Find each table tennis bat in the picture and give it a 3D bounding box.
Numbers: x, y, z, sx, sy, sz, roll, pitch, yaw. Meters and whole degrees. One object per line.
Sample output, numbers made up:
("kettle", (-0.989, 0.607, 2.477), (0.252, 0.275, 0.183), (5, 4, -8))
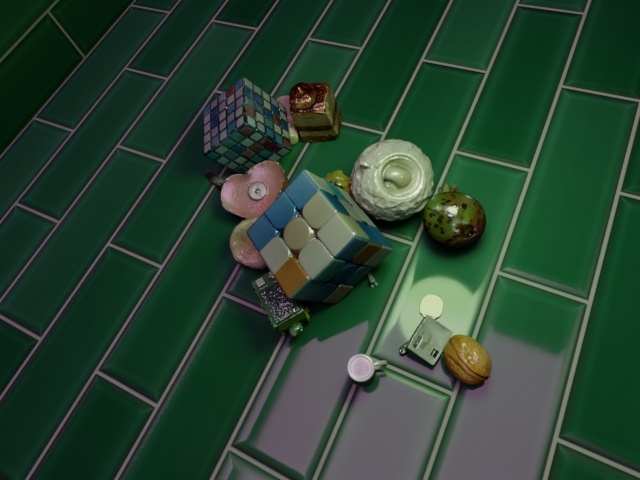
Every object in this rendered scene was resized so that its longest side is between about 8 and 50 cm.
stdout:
("table tennis bat", (0.417, 0.278, 1.727), (0.087, 0.013, 0.156), (15, 66, 15))

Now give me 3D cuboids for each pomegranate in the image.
("pomegranate", (0.505, -0.111, 1.787), (0.242, 0.242, 0.306), (-22, 53, 0))

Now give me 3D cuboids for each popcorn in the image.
("popcorn", (0.085, -0.227, 1.987), (0.174, 0.142, 0.173), (-12, 37, 9))

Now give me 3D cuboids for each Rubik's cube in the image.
("Rubik's cube", (-0.338, -0.503, 2.065), (0.292, 0.287, 0.293), (-28, 57, 30))
("Rubik's cube", (0.000, 0.000, 1.706), (0.344, 0.347, 0.347), (-46, 63, 17))

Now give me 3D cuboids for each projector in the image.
("projector", (0.393, 0.364, 1.649), (0.115, 0.061, 0.147), (34, 73, 9))

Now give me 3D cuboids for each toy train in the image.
("toy train", (-0.150, 0.244, 1.757), (0.159, 0.188, 0.271), (-29, 60, -6))

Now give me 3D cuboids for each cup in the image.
("cup", (0.161, 0.452, 1.621), (0.136, 0.133, 0.099), (-42, 67, -10))

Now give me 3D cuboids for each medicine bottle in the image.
("medicine bottle", (-0.160, -0.586, 2.220), (0.114, 0.114, 0.252), (-14, 61, 4))

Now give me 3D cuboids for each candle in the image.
("candle", (-0.272, -0.192, 2.042), (0.317, 0.131, 0.287), (-30, 69, 5))

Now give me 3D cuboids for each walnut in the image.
("walnut", (0.508, 0.417, 1.570), (0.144, 0.144, 0.180), (-42, 69, -11))

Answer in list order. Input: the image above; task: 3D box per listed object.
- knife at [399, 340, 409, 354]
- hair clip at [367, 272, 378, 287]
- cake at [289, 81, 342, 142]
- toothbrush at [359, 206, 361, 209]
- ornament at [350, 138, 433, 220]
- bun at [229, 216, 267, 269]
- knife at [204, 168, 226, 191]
("knife", (0.342, 0.384, 1.684), (0.121, 0.018, 0.031), (-34, 55, -8))
("hair clip", (0.196, 0.132, 1.830), (0.030, 0.039, 0.115), (-22, 59, -6))
("cake", (-0.025, -0.618, 2.111), (0.199, 0.293, 0.196), (1, 64, 16))
("toothbrush", (0.116, -0.042, 1.944), (0.025, 0.019, 0.275), (25, 71, 27))
("ornament", (0.287, -0.244, 1.845), (0.337, 0.337, 0.337), (-5, 63, 9))
("bun", (-0.273, 0.010, 1.924), (0.231, 0.133, 0.231), (2, 96, 22))
("knife", (-0.494, -0.282, 2.189), (0.060, 0.028, 0.230), (-35, 59, -21))
